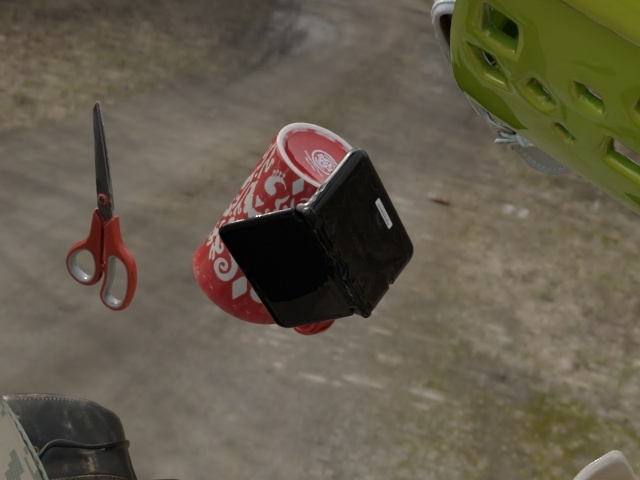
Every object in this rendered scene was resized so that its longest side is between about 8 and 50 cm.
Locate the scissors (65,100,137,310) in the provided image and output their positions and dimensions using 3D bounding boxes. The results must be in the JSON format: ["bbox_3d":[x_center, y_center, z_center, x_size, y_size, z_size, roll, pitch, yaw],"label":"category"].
[{"bbox_3d":[-0.262,-0.035,1.684,0.109,0.297,0.021,31,39,16],"label":"scissors"}]

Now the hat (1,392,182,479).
[{"bbox_3d":[-0.258,0.202,1.113,0.331,0.134,0.331,-16,-18,-5],"label":"hat"}]

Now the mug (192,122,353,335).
[{"bbox_3d":[-0.020,-0.008,1.240,0.150,0.169,0.113,35,36,4],"label":"mug"}]

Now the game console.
[{"bbox_3d":[0.000,0.000,1.009,0.071,0.122,0.107,17,59,40],"label":"game console"}]

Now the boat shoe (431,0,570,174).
[{"bbox_3d":[0.205,-0.175,1.462,0.118,0.320,0.103,-3,50,30],"label":"boat shoe"}]

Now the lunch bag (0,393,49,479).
[{"bbox_3d":[-0.195,0.194,0.477,0.287,0.235,0.169,-31,9,-36],"label":"lunch bag"}]

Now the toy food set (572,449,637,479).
[{"bbox_3d":[0.262,0.322,0.940,0.092,0.306,0.220,-19,-31,12],"label":"toy food set"}]

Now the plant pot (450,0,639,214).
[{"bbox_3d":[0.195,-0.136,0.588,0.227,0.228,0.207,36,-5,21],"label":"plant pot"}]
